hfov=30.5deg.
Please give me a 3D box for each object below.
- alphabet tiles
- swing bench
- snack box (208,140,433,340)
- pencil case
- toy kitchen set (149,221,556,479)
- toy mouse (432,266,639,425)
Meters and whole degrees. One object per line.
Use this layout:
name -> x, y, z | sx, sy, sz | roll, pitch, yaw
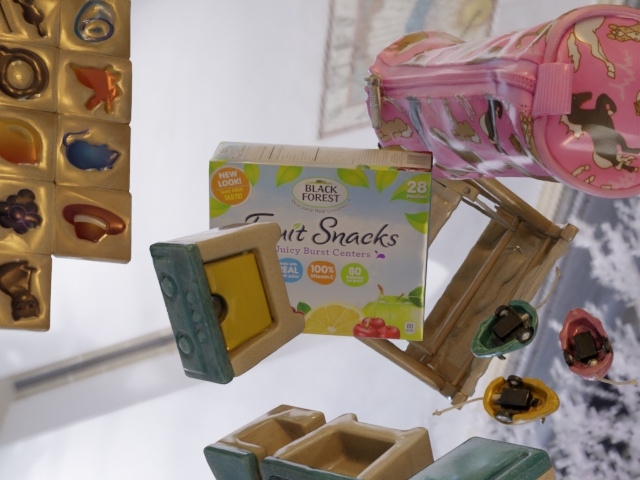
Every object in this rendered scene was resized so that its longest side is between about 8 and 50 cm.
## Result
alphabet tiles -> -0.276, -0.102, 0.849 | 0.011, 0.285, 0.343 | 137, -45, -57
swing bench -> 0.130, 0.025, 1.423 | 0.254, 0.253, 0.165 | 34, -1, -4
snack box -> 0.000, 0.000, 1.118 | 0.070, 0.207, 0.175 | -77, 170, -68
pencil case -> 0.173, -0.125, 1.064 | 0.160, 0.167, 0.386 | 64, -15, -15
toy kitchen set -> -0.008, 0.081, 0.599 | 0.207, 0.122, 0.166 | 1, -70, 48
toy mouse -> 0.183, 0.088, 0.957 | 0.031, 0.161, 0.143 | 55, 42, -45
